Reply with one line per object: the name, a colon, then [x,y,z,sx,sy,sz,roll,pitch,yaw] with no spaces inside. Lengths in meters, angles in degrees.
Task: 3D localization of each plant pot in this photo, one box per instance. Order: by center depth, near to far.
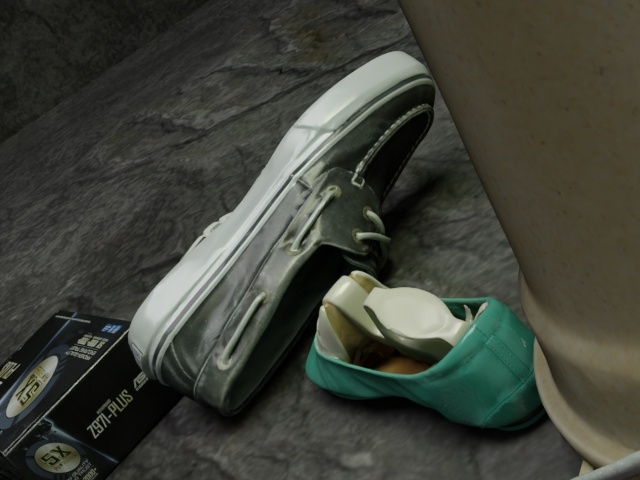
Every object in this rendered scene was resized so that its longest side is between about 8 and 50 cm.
plant pot: [0.170,-0.110,0.522,0.333,0.305,0.334,-31,22,14]

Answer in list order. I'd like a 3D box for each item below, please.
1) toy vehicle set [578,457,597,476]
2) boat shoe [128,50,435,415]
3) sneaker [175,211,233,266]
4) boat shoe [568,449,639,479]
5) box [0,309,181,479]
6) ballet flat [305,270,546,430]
toy vehicle set: [0.233,0.034,0.599,0.166,0.035,0.267,-19,27,38]
boat shoe: [0.000,0.000,0.944,0.119,0.121,0.335,34,77,24]
sneaker: [-0.054,-0.005,1.077,0.228,0.086,0.132,-35,14,-25]
boat shoe: [0.097,0.128,0.444,0.320,0.103,0.118,-22,25,31]
box: [-0.221,0.140,1.021,0.147,0.077,0.180,-47,24,-23]
ballet flat: [0.050,0.058,0.763,0.083,0.087,0.247,-46,23,-21]
